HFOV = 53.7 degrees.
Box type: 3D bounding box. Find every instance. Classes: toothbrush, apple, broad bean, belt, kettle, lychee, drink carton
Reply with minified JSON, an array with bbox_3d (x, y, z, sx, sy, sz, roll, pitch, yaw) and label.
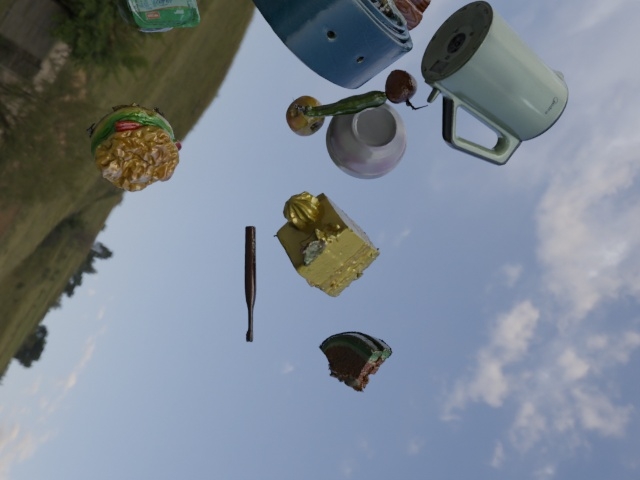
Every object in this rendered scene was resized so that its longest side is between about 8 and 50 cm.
[{"bbox_3d":[-0.216,0.132,1.957,0.041,0.041,0.363,-15,-107,51],"label":"toothbrush"},{"bbox_3d":[-0.055,-0.440,2.218,0.146,0.146,0.146,-38,-144,34],"label":"apple"},{"bbox_3d":[0.072,-0.437,2.034,0.098,0.318,0.055,90,-6,-75],"label":"broad bean"},{"bbox_3d":[0.025,-0.455,1.207,0.173,0.300,0.436,-32,175,20],"label":"belt"},{"bbox_3d":[0.476,-0.417,1.800,0.361,0.377,0.250,-59,-151,5],"label":"kettle"},{"bbox_3d":[0.249,-0.455,1.929,0.114,0.101,0.140,146,-58,-67],"label":"lychee"},{"bbox_3d":[-0.334,-0.562,1.363,0.144,0.146,0.142,86,5,-58],"label":"drink carton"}]

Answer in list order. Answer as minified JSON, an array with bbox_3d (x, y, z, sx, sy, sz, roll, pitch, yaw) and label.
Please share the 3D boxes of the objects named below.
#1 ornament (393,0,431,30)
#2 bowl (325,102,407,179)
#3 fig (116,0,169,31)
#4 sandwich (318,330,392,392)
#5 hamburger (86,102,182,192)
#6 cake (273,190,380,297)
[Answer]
[{"bbox_3d":[0.145,-0.615,1.514,0.221,0.218,0.235,-12,-95,26],"label":"ornament"},{"bbox_3d":[0.168,-0.365,2.155,0.144,0.287,0.286,123,-11,-74],"label":"bowl"},{"bbox_3d":[-0.482,-0.662,1.702,0.167,0.233,0.167,-35,180,0],"label":"fig"},{"bbox_3d":[0.075,0.321,1.754,0.235,0.079,0.159,19,-89,47],"label":"sandwich"},{"bbox_3d":[-0.466,-0.221,1.618,0.237,0.237,0.148,-45,-127,25],"label":"hamburger"},{"bbox_3d":[0.000,0.000,1.982,0.222,0.286,0.227,-45,-134,10],"label":"cake"}]
